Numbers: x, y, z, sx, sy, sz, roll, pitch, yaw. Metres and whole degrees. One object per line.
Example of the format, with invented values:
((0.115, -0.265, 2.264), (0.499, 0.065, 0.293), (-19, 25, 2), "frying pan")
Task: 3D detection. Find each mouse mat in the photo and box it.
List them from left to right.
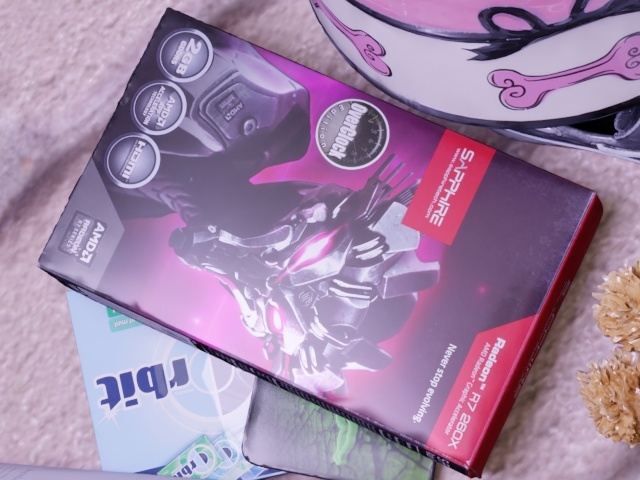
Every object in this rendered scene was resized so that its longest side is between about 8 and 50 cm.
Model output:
((0.028, 0.095, 1.406), (0.153, 0.007, 0.189), (10, 79, 5), "mouse mat")

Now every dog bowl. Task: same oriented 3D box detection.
((0.149, -0.294, 1.307), (0.408, 0.150, 0.407), (-8, 67, 19), "dog bowl")

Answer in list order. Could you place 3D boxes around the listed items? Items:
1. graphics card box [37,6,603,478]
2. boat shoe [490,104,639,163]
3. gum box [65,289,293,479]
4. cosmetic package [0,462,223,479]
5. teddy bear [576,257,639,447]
((0.000, 0.000, 1.374), (0.371, 0.094, 0.232), (25, 83, 12), "graphics card box")
((0.248, -0.109, 1.340), (0.301, 0.102, 0.108), (12, 88, 16), "boat shoe")
((-0.111, 0.112, 1.449), (0.157, 0.041, 0.184), (-14, 82, 13), "gum box")
((-0.209, 0.294, 1.382), (0.385, 0.156, 0.217), (1, 100, 17), "cosmetic package")
((0.329, 0.131, 1.252), (0.338, 0.113, 0.245), (37, 127, 16), "teddy bear")
